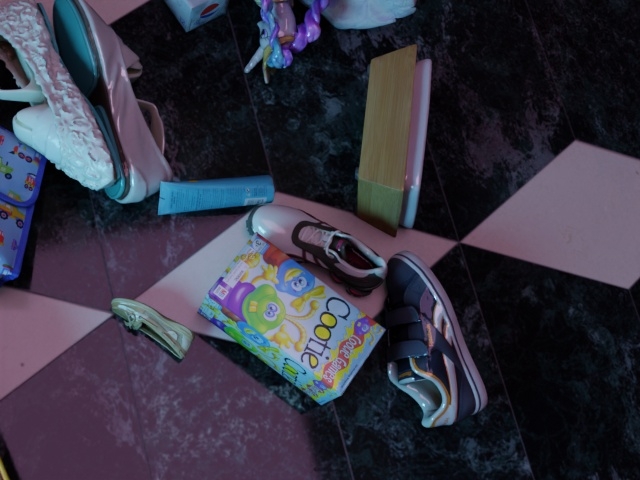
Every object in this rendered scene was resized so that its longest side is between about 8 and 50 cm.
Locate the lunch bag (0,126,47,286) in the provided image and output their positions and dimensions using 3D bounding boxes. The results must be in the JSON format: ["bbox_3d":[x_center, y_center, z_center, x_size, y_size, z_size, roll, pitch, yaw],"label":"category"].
[{"bbox_3d":[-0.581,-0.087,1.441,0.221,0.138,0.293,26,55,-30],"label":"lunch bag"}]

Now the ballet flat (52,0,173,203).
[{"bbox_3d":[-0.365,-0.257,1.583,0.139,0.139,0.400,-17,82,-19],"label":"ballet flat"}]

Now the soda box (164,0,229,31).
[{"bbox_3d":[-0.293,-0.550,1.701,0.098,0.091,0.286,-32,83,-21],"label":"soda box"}]

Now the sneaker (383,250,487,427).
[{"bbox_3d":[0.177,0.178,1.579,0.128,0.126,0.321,-21,81,-26],"label":"sneaker"}]

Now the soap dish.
[{"bbox_3d":[0.133,-0.180,1.637,0.118,0.229,0.290,5,70,4],"label":"soap dish"}]

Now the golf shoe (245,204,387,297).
[{"bbox_3d":[0.000,0.000,1.593,0.273,0.120,0.105,26,70,-5],"label":"golf shoe"}]

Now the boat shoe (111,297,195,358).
[{"bbox_3d":[-0.290,0.147,1.501,0.153,0.056,0.048,30,63,-12],"label":"boat shoe"}]

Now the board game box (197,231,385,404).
[{"bbox_3d":[-0.053,0.138,1.519,0.275,0.144,0.142,37,68,-1],"label":"board game box"}]

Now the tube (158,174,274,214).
[{"bbox_3d":[-0.188,-0.084,1.596,0.207,0.080,0.052,-7,42,-21],"label":"tube"}]

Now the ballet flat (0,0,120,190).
[{"bbox_3d":[-0.481,-0.240,1.518,0.147,0.147,0.408,-22,69,-20],"label":"ballet flat"}]

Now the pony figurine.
[{"bbox_3d":[-0.016,-0.511,1.697,0.351,0.303,0.363,-16,79,14],"label":"pony figurine"}]

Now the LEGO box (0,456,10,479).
[{"bbox_3d":[-0.663,0.329,1.260,0.373,0.193,0.500,-22,80,-23],"label":"LEGO box"}]
